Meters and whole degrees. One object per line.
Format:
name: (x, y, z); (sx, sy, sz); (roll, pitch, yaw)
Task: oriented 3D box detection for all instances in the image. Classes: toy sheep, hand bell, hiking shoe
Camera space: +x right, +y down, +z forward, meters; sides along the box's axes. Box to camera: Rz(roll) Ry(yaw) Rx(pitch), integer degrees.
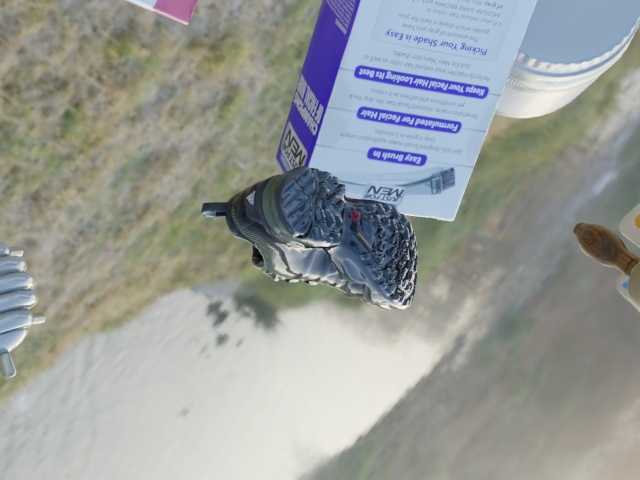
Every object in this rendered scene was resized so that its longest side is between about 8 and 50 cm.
toy sheep: (-0.270, 0.048, 1.029); (0.091, 0.132, 0.091); (-24, 174, -3)
hand bell: (0.338, 0.028, 1.366); (0.126, 0.242, 0.126); (-7, 113, -17)
hiking shoe: (0.000, 0.000, 1.102); (0.227, 0.114, 0.086); (37, 58, -47)

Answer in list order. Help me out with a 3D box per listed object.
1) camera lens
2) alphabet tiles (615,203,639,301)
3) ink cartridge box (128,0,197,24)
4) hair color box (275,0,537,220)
camera lens: (0.262, -0.277, 1.540); (0.219, 0.219, 0.274); (-50, 178, -6)
alphabet tiles: (0.476, -0.009, 1.441); (0.284, 0.278, 0.021); (-43, 124, 1)
ink cartridge box: (-0.221, -0.284, 1.117); (0.218, 0.158, 0.092); (13, 105, -49)
hair color box: (0.092, -0.195, 1.274); (0.185, 0.110, 0.339); (7, 117, -23)
